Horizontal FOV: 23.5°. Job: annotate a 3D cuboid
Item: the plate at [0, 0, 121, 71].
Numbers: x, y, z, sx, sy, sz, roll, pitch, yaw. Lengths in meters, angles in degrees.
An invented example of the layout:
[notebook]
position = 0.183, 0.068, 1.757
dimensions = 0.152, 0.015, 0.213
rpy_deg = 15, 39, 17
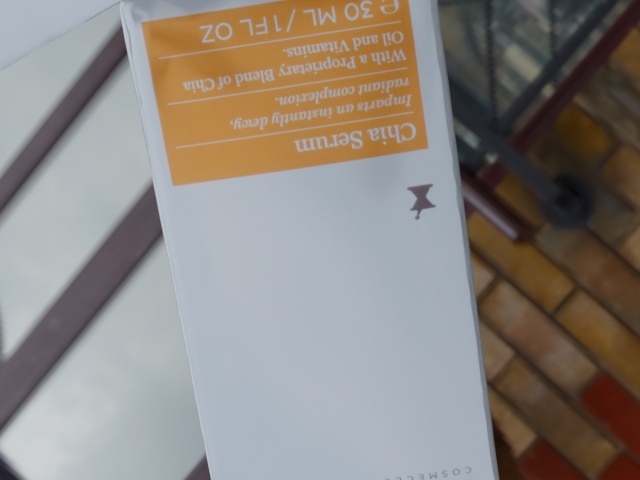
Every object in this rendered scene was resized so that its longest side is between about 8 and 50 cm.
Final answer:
[plate]
position = -0.118, -0.231, 0.639
dimensions = 0.045, 0.278, 0.277
rpy_deg = 4, -110, -54

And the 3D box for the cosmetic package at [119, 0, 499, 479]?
[cosmetic package]
position = 0.000, 0.000, 1.205
dimensions = 0.161, 0.230, 0.453
rpy_deg = -91, -9, -71
